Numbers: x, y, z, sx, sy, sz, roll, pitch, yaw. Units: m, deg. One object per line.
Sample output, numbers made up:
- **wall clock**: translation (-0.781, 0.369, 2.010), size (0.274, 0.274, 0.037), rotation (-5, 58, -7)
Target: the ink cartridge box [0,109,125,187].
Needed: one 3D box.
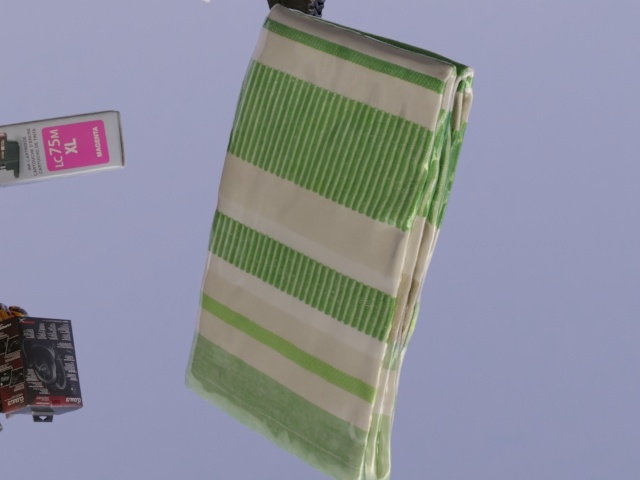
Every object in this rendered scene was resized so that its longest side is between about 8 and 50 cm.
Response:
- **ink cartridge box**: translation (-0.337, -0.071, 1.618), size (0.311, 0.065, 0.186), rotation (-7, -175, -9)

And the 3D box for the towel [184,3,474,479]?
- **towel**: translation (0.000, 0.000, 1.350), size (0.038, 0.325, 0.248), rotation (-1, -162, -40)

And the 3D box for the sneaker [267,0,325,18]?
- **sneaker**: translation (-0.009, -0.245, 1.712), size (0.089, 0.051, 0.170), rotation (-19, -101, 9)

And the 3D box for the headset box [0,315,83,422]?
- **headset box**: translation (-0.228, 0.106, 1.444), size (0.032, 0.062, 0.083), rotation (-19, -106, 36)

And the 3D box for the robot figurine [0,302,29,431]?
- **robot figurine**: translation (-0.374, 0.094, 1.470), size (0.291, 0.085, 0.211), rotation (-17, -131, -28)

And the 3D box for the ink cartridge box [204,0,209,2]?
- **ink cartridge box**: translation (-0.117, -0.320, 1.919), size (0.063, 0.029, 0.115), rotation (47, -66, 47)
